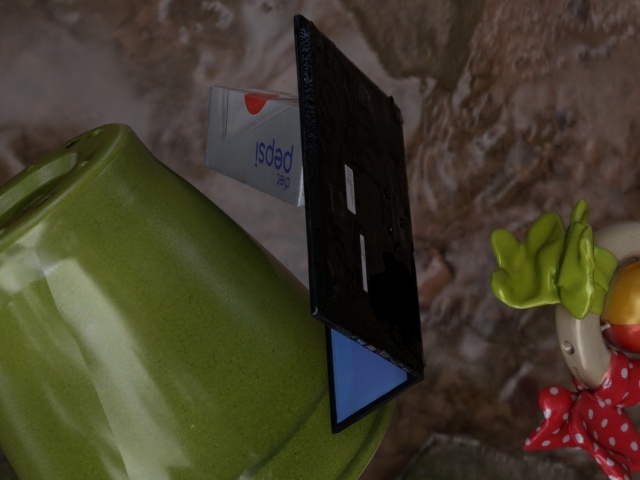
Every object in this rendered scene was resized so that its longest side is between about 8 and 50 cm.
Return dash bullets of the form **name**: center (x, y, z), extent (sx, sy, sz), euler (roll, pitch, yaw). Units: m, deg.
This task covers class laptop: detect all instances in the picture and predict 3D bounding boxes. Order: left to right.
- **laptop**: center (0.000, 0.000, 1.026), extent (0.136, 0.234, 0.264), euler (-16, 154, 24)

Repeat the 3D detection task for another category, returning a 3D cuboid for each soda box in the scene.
- **soda box**: center (-0.034, -0.102, 1.385), extent (0.091, 0.286, 0.098), euler (2, 101, -24)

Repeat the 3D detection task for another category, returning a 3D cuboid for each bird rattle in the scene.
- **bird rattle**: center (0.269, 0.079, 1.177), extent (0.143, 0.206, 0.254), euler (-13, 100, 63)

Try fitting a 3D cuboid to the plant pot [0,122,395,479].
- **plant pot**: center (-0.178, 0.096, 1.232), extent (0.366, 0.366, 0.353), euler (-27, 111, 24)
